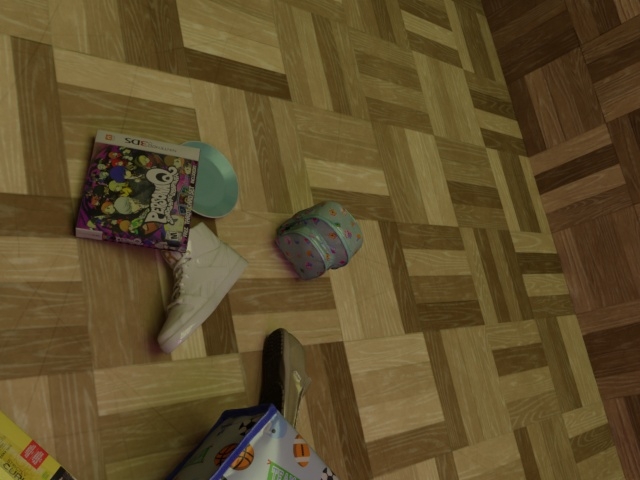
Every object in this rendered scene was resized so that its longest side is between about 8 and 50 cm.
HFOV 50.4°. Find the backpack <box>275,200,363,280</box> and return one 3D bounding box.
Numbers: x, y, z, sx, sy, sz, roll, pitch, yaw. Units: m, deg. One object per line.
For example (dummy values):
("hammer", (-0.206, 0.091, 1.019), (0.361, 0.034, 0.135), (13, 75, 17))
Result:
("backpack", (0.000, 0.000, 1.620), (0.165, 0.188, 0.144), (57, 42, -11))

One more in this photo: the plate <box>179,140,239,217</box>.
("plate", (-0.265, -0.135, 1.536), (0.188, 0.024, 0.188), (22, 57, -39))

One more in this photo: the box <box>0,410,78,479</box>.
("box", (-0.479, 0.350, 1.058), (0.232, 0.058, 0.087), (51, 44, -15))

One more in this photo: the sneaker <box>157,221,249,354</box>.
("sneaker", (-0.280, 0.083, 1.370), (0.169, 0.108, 0.292), (45, 40, -12))

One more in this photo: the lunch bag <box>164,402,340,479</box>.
("lunch bag", (-0.146, 0.531, 1.159), (0.328, 0.239, 0.385), (49, 53, -10))

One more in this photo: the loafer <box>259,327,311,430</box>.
("loafer", (-0.069, 0.321, 1.463), (0.092, 0.102, 0.268), (21, 57, -31))

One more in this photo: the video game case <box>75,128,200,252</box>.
("video game case", (-0.356, -0.099, 1.350), (0.210, 0.042, 0.232), (10, 62, -14))
